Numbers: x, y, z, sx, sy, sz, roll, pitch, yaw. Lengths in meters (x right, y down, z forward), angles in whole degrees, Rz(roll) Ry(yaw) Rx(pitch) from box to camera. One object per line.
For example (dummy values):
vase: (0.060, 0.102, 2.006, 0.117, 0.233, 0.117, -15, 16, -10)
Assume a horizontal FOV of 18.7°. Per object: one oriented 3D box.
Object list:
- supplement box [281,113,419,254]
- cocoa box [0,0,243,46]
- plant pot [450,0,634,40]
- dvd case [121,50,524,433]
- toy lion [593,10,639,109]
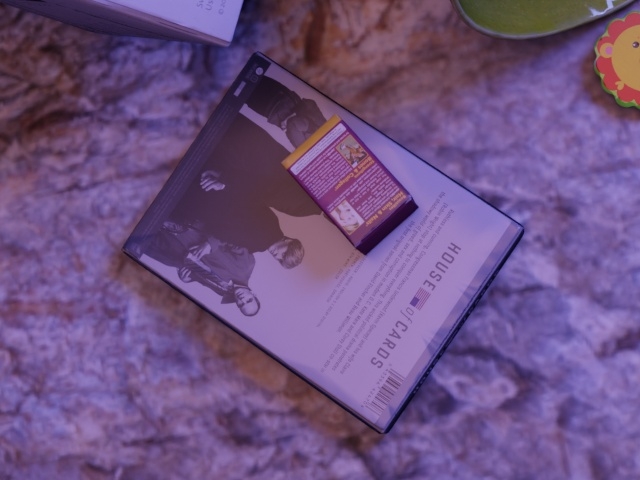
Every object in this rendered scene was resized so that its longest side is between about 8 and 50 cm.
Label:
supplement box: (0.021, -0.039, 1.364, 0.055, 0.043, 0.083, -41, 76, 3)
cocoa box: (-0.159, -0.330, 1.324, 0.231, 0.228, 0.347, 16, 89, -32)
plant pot: (0.131, -0.336, 1.321, 0.275, 0.275, 0.293, -35, 64, 5)
dvd case: (0.000, 0.000, 1.401, 0.239, 0.029, 0.179, 35, 90, 13)
toy lion: (0.247, -0.129, 1.368, 0.100, 0.034, 0.096, 37, 101, 8)
